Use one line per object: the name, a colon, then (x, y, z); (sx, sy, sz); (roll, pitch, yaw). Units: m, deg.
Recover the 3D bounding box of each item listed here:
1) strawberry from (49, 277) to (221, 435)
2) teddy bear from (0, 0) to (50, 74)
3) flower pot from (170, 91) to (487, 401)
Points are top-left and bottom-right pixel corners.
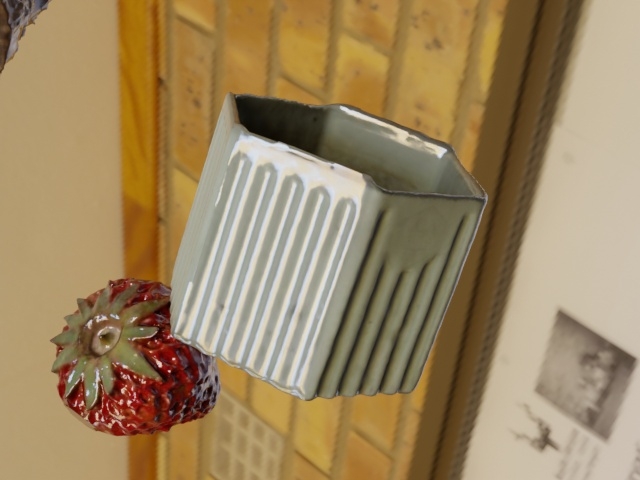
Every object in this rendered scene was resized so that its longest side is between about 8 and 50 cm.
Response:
strawberry: (-0.210, 0.158, 1.497); (0.205, 0.205, 0.244); (-54, -34, -4)
teddy bear: (-0.405, -0.299, 1.300); (0.246, 0.223, 0.296); (-27, -36, 20)
flower pot: (0.000, 0.000, 0.984); (0.239, 0.209, 0.190); (0, -65, -42)
